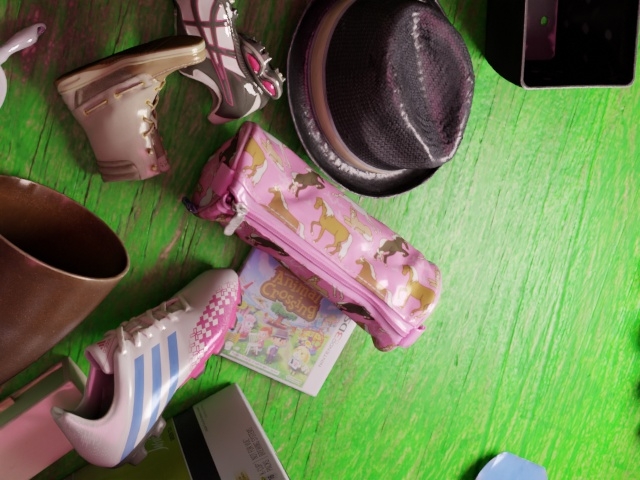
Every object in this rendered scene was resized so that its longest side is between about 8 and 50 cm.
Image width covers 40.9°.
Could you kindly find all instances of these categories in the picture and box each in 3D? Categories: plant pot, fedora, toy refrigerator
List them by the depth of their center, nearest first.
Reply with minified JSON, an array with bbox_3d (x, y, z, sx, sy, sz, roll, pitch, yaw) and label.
[{"bbox_3d":[-0.398,0.071,1.108,0.215,0.215,0.230,29,106,-22],"label":"plant pot"},{"bbox_3d":[-0.439,0.281,1.187,0.269,0.102,0.094,-35,111,-7],"label":"toy refrigerator"},{"bbox_3d":[0.114,-0.215,1.199,0.333,0.152,0.334,-6,103,-27],"label":"fedora"},{"bbox_3d":[0.338,-0.325,1.261,0.187,0.167,0.188,-5,106,-18],"label":"plant pot"}]

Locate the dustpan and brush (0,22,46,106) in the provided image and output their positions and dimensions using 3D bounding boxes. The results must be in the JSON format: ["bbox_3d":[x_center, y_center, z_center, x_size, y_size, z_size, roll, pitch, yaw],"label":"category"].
[{"bbox_3d":[-0.423,-0.211,1.071,0.211,0.060,0.147,-36,149,-23],"label":"dustpan and brush"}]

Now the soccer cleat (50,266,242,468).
[{"bbox_3d":[-0.228,0.145,1.162,0.143,0.116,0.331,47,59,-28],"label":"soccer cleat"}]

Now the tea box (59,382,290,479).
[{"bbox_3d":[-0.180,0.417,1.185,0.323,0.329,0.220,-27,111,-9],"label":"tea box"}]

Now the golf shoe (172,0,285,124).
[{"bbox_3d":[-0.160,-0.282,1.143,0.120,0.105,0.273,-33,111,0],"label":"golf shoe"}]

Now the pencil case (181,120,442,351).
[{"bbox_3d":[0.000,0.000,1.219,0.386,0.160,0.167,37,64,-20],"label":"pencil case"}]

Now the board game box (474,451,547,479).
[{"bbox_3d":[0.325,0.442,1.521,0.168,0.033,0.133,26,89,-27],"label":"board game box"}]

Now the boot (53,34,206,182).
[{"bbox_3d":[-0.226,-0.171,1.133,0.213,0.077,0.165,-14,112,15],"label":"boot"}]

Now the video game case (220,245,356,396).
[{"bbox_3d":[-0.049,0.118,1.318,0.212,0.023,0.193,28,93,-22],"label":"video game case"}]
